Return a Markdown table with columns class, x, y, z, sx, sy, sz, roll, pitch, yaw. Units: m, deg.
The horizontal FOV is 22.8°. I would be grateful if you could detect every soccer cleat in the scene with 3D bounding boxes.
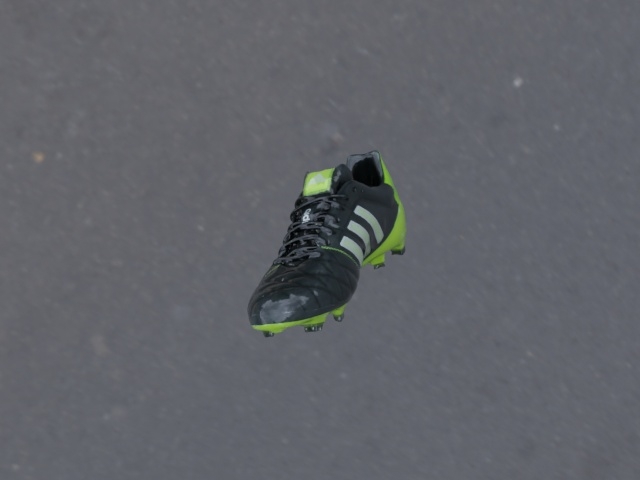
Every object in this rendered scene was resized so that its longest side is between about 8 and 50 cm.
| class | x | y | z | sx | sy | sz | roll | pitch | yaw |
| --- | --- | --- | --- | --- | --- | --- | --- | --- | --- |
| soccer cleat | 0.000 | 0.000 | 0.911 | 0.060 | 0.179 | 0.072 | -9 | 106 | 26 |
